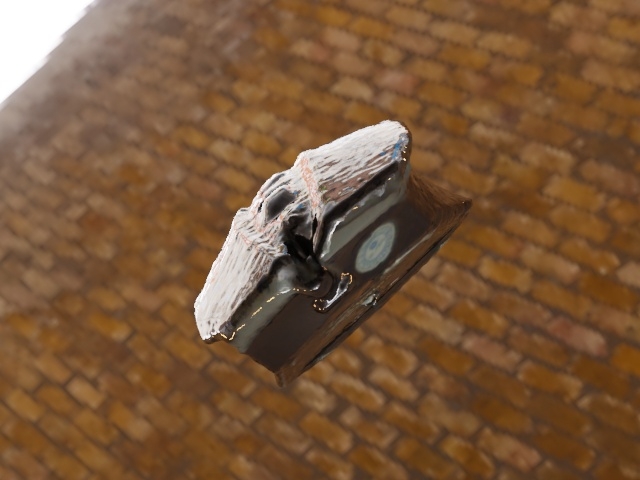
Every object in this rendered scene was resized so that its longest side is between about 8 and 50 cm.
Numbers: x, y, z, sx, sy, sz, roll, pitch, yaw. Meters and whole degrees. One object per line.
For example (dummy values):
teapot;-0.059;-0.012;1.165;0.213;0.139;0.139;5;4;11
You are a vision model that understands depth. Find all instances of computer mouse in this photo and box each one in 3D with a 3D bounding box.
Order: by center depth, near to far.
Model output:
computer mouse;0.000;0.000;0.690;0.106;0.192;0.062;-43;-99;3
